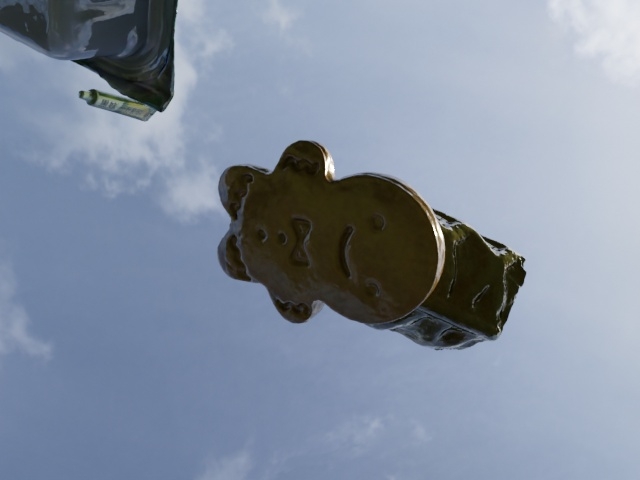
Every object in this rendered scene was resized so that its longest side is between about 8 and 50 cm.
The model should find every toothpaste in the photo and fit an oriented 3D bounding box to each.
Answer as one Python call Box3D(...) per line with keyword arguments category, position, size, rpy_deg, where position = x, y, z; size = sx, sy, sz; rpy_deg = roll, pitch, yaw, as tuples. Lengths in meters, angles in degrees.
Box3D(category="toothpaste", position=(-0.390, -0.264, 1.137), size=(0.049, 0.204, 0.032), rpy_deg=(-41, -103, 18))

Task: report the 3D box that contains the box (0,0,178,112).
Box3D(category="box", position=(-0.252, -0.302, 0.522), size=(0.264, 0.337, 0.106), rpy_deg=(27, -138, 11))

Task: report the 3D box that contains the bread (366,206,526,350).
Box3D(category="bread", position=(0.186, 0.068, 0.980), size=(0.252, 0.196, 0.239), rpy_deg=(34, -100, -28))

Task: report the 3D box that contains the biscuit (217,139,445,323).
Box3D(category="biscuit", position=(-0.001, 0.000, 0.835), size=(0.354, 0.276, 0.052), rpy_deg=(16, -160, 25))
